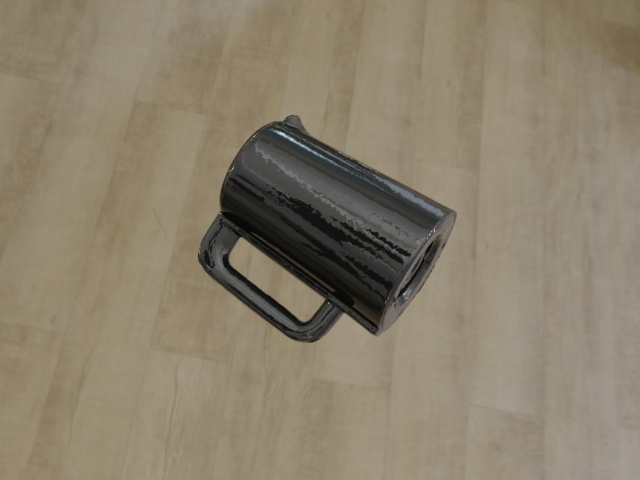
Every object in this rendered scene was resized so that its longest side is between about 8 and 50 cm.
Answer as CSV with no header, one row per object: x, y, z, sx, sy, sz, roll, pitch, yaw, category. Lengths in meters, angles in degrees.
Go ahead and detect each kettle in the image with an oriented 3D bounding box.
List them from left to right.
0.007,-0.005,1.153,0.308,0.262,0.203,32,25,16,kettle
